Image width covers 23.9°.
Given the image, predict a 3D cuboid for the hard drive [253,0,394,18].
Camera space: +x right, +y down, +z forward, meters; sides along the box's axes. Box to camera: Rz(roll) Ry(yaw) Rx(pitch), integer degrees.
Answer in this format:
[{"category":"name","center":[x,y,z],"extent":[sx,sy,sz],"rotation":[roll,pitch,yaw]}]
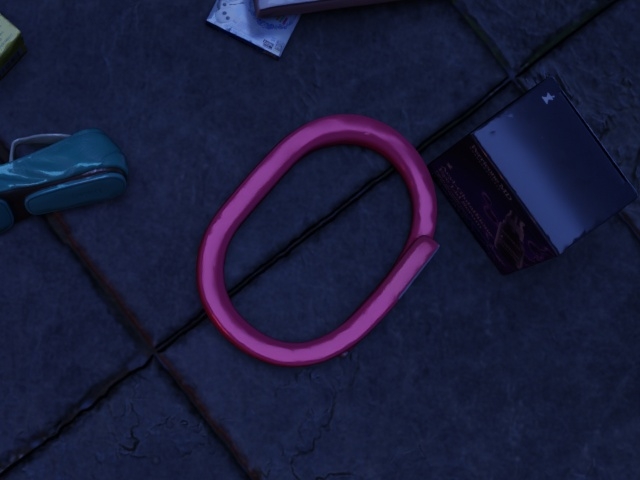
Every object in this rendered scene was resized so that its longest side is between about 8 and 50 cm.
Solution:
[{"category":"hard drive","center":[0.017,-0.427,1.623],"extent":[0.233,0.047,0.353],"rotation":[-9,85,-9]}]

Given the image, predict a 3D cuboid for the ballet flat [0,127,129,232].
[{"category":"ballet flat","center":[-0.323,-0.058,1.567],"extent":[0.247,0.083,0.087],"rotation":[-18,61,-10]}]

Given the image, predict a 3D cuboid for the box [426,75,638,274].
[{"category":"box","center":[0.213,-0.062,1.567],"extent":[0.108,0.207,0.153],"rotation":[-36,88,-11]}]

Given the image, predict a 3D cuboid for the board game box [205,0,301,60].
[{"category":"board game box","center":[-0.066,-0.256,1.649],"extent":[0.090,0.020,0.090],"rotation":[26,80,-3]}]

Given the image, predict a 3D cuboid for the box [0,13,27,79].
[{"category":"box","center":[-0.412,-0.263,1.570],"extent":[0.232,0.087,0.058],"rotation":[40,81,-2]}]

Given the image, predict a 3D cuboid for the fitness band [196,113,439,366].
[{"category":"fitness band","center":[0.000,0.000,1.612],"extent":[0.209,0.054,0.291],"rotation":[41,78,2]}]
